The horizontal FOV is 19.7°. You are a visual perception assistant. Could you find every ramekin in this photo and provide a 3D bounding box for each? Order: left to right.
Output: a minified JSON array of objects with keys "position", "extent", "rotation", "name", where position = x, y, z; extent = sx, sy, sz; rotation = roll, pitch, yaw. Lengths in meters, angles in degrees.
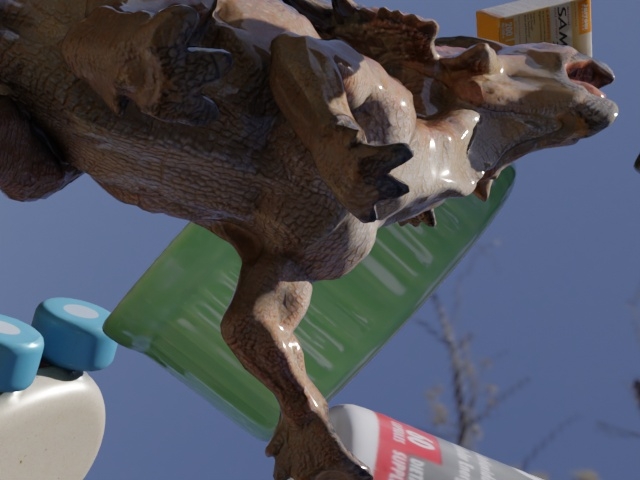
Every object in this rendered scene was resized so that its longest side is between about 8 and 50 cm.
[{"position":[0.000,0.000,1.310],"extent":[0.303,0.148,0.303],"rotation":[-47,-178,2],"name":"ramekin"}]

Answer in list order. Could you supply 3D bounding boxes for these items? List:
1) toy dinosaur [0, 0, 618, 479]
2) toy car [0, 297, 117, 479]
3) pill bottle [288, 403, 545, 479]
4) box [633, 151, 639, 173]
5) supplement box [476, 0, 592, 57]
[{"position":[-0.042,-0.051,0.604],"extent":[0.127,0.296,0.200],"rotation":[-51,-156,25],"name":"toy dinosaur"},{"position":[-0.318,0.132,1.500],"extent":[0.238,0.210,0.219],"rotation":[24,-75,24],"name":"toy car"},{"position":[0.107,0.199,0.866],"extent":[0.161,0.283,0.161],"rotation":[-158,-90,-82],"name":"pill bottle"},{"position":[0.428,-0.126,1.478],"extent":[0.296,0.183,0.294],"rotation":[-114,-133,-74],"name":"box"},{"position":[0.184,-0.174,1.579],"extent":[0.036,0.098,0.062],"rotation":[29,-50,54],"name":"supplement box"}]
